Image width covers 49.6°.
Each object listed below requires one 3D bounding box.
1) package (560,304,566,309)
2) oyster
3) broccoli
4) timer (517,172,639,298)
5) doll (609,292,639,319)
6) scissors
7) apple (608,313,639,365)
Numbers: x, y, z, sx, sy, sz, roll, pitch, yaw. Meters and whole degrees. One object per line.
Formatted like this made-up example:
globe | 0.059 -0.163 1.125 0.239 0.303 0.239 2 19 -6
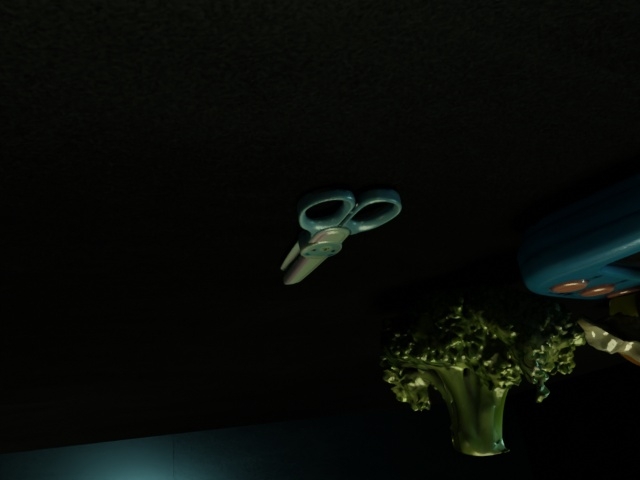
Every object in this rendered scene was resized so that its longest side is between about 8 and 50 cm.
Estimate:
package | 0.478 0.196 1.673 0.171 0.027 0.173 -5 160 -26
oyster | 0.587 0.119 1.075 0.237 0.115 0.351 15 143 -18
broccoli | 0.274 0.206 1.261 0.338 0.318 0.277 26 -170 26
timer | 0.468 -0.005 0.992 0.340 0.115 0.309 8 154 -42
doll | 0.704 0.147 1.435 0.199 0.145 0.363 -28 -178 9
scissors | 0.000 0.000 0.879 0.125 0.030 0.256 0 155 -24
apple | 0.792 0.219 1.694 0.199 0.199 0.199 -10 160 -4
